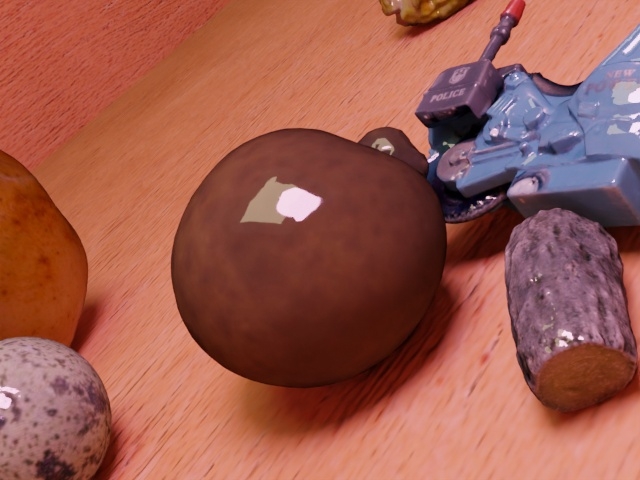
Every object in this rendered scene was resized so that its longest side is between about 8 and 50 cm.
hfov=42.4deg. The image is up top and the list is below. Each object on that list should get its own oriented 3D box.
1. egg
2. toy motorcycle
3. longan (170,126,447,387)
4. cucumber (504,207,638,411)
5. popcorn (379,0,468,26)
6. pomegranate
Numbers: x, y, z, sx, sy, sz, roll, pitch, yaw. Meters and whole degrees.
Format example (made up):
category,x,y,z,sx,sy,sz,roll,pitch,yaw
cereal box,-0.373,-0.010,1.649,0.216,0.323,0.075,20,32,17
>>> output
category,x,y,z,sx,sy,sz,roll,pitch,yaw
egg,-0.227,0.138,0.632,0.132,0.132,0.172,-38,12,-3
toy motorcycle,0.178,-0.086,0.510,0.272,0.123,0.182,-3,50,52
longan,0.000,0.000,0.538,0.185,0.159,0.204,5,47,46
cucumber,0.126,0.033,0.423,0.064,0.064,0.112,-25,25,24
popcorn,0.140,-0.344,1.068,0.125,0.126,0.145,-21,-5,-33
pomegranate,-0.389,0.037,0.852,0.307,0.307,0.307,-30,24,15
